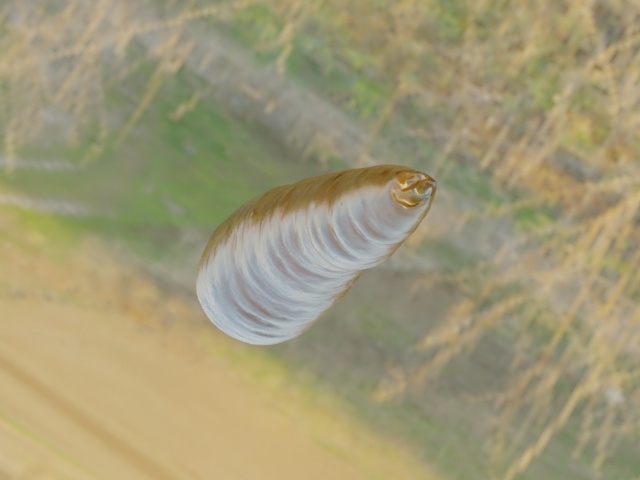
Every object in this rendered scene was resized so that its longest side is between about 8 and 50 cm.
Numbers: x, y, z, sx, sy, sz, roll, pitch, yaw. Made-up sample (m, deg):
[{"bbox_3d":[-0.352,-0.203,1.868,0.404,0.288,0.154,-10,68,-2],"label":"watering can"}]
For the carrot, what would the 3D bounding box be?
[{"bbox_3d":[0.000,0.000,0.579,0.048,0.048,0.216,34,164,-8],"label":"carrot"}]
